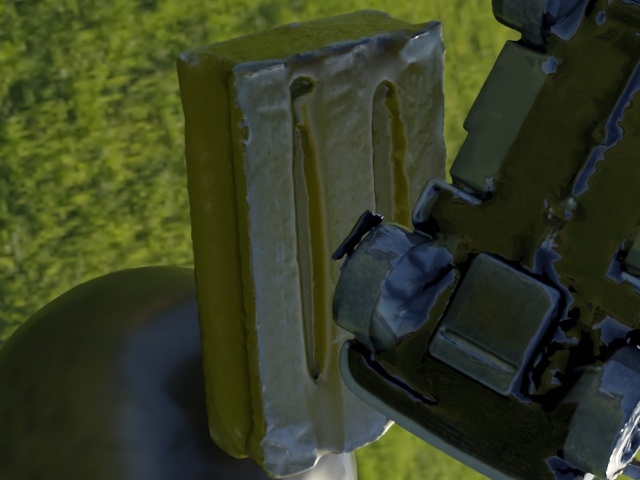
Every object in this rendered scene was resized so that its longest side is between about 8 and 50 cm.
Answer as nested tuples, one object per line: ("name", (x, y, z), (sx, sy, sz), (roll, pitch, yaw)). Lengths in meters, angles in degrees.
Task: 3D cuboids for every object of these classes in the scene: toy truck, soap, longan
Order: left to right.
("longan", (-0.134, 0.195, 1.286), (0.361, 0.361, 0.360), (-10, 90, -69))
("soap", (0.000, 0.000, 1.077), (0.199, 0.091, 0.314), (-20, 117, -35))
("toy truck", (0.109, -0.045, 0.464), (0.253, 0.114, 0.124), (-63, 155, 4))
